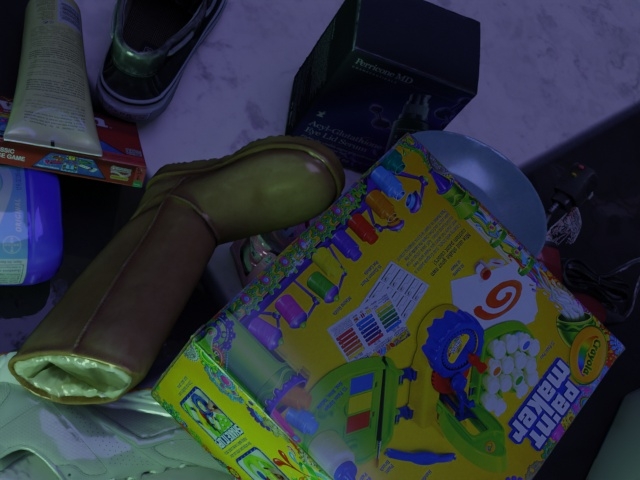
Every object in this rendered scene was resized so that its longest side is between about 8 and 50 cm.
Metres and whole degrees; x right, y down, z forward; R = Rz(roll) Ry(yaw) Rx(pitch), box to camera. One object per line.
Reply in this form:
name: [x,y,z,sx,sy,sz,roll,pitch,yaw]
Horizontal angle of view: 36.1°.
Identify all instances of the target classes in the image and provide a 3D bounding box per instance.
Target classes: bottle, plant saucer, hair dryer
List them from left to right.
bottle: [-0.388,-0.015,0.915,0.282,0.092,0.118,1,67,-24]
plant saucer: [0.149,-0.034,1.058,0.194,0.037,0.195,11,51,-14]
hair dryer: [0.289,0.074,1.153,0.293,0.080,0.224,-45,114,-20]

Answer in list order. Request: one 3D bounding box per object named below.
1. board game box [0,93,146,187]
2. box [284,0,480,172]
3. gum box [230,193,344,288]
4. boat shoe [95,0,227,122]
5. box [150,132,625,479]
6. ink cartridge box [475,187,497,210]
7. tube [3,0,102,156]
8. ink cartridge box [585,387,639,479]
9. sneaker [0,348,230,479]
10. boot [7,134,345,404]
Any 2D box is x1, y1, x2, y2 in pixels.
board game box: [-0.321,-0.115,0.983,0.281,0.027,0.145,9,22,-20]
box: [0.067,-0.179,1.126,0.153,0.207,0.108,16,60,-16]
gum box: [0.000,0.000,1.070,0.188,0.107,0.062,-11,71,-27]
boat shoe: [-0.163,-0.283,1.120,0.121,0.119,0.335,18,53,-13]
box: [0.060,0.116,0.874,0.279,0.177,0.290,45,59,2]
ink cartridge box: [0.151,0.028,1.121,0.063,0.109,0.150,39,57,-4]
tube: [-0.276,-0.169,1.009,0.070,0.062,0.240,-23,46,6]
ink cartridge box: [0.461,0.299,1.075,0.270,0.197,0.198,39,57,-3]
sneaker: [-0.187,0.195,0.912,0.262,0.099,0.121,17,68,-7]
boot: [-0.118,0.027,0.880,0.089,0.236,0.270,60,37,-28]
